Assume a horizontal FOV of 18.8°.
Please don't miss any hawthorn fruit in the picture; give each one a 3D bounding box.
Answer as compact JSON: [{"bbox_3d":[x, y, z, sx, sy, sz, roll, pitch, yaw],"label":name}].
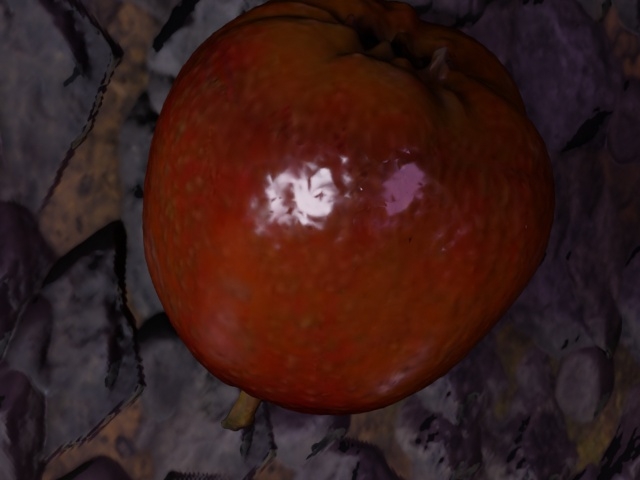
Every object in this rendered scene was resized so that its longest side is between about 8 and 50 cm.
[{"bbox_3d":[0.000,0.000,0.907,0.197,0.196,0.225,5,117,-41],"label":"hawthorn fruit"}]
